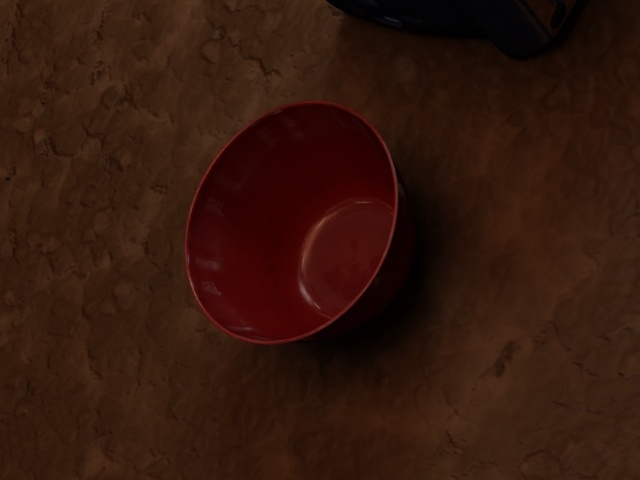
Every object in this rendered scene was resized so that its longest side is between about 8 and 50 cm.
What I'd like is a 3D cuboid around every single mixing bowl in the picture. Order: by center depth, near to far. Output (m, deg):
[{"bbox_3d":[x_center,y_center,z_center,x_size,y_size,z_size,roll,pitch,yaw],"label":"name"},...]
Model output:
[{"bbox_3d":[0.000,0.000,0.978,0.181,0.098,0.182,-13,65,29],"label":"mixing bowl"}]

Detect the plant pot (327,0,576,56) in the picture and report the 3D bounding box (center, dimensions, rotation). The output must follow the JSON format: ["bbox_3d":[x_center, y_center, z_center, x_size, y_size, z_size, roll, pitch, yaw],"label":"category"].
[{"bbox_3d":[0.096,-0.274,0.945,0.212,0.236,0.236,29,89,31],"label":"plant pot"}]
